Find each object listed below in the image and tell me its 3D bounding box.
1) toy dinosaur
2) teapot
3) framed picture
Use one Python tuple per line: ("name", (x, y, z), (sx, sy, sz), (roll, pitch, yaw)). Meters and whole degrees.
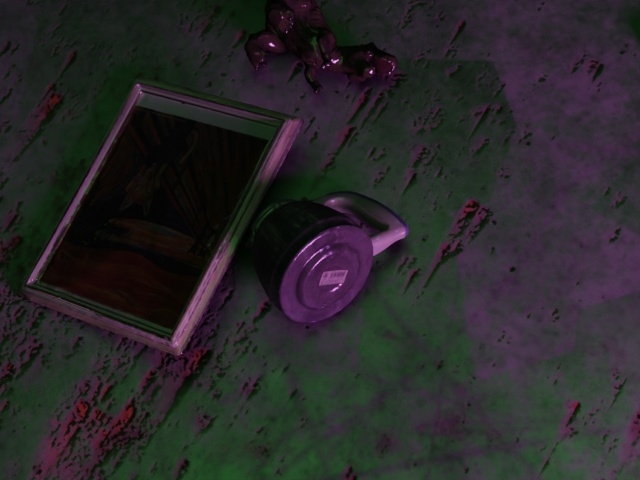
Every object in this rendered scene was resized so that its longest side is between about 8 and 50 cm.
("toy dinosaur", (0.005, -0.233, 1.415), (0.187, 0.087, 0.179), (42, 41, 2))
("teapot", (-0.006, -0.004, 1.284), (0.149, 0.111, 0.108), (-45, 51, -3))
("framed picture", (-0.164, -0.035, 1.326), (0.216, 0.016, 0.273), (16, 71, 28))
